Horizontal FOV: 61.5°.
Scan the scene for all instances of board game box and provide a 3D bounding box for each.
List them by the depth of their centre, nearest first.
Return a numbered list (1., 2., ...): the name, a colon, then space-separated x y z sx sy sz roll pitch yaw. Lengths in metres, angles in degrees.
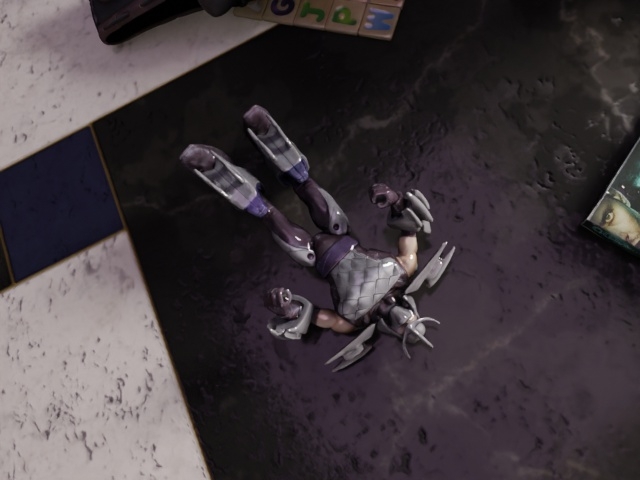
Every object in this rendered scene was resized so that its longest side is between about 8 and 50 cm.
1. board game box: 0.346 -0.059 0.493 0.126 0.026 0.186 33 85 17

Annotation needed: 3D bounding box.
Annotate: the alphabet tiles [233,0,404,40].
1. alphabet tiles: 0.022 -0.358 0.643 0.198 0.009 0.237 15 80 15

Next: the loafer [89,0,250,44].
1. loafer: -0.136 -0.286 0.613 0.302 0.109 0.095 1 93 23

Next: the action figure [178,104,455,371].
1. action figure: 0.000 0.000 0.514 0.185 0.099 0.285 -43 75 -7
